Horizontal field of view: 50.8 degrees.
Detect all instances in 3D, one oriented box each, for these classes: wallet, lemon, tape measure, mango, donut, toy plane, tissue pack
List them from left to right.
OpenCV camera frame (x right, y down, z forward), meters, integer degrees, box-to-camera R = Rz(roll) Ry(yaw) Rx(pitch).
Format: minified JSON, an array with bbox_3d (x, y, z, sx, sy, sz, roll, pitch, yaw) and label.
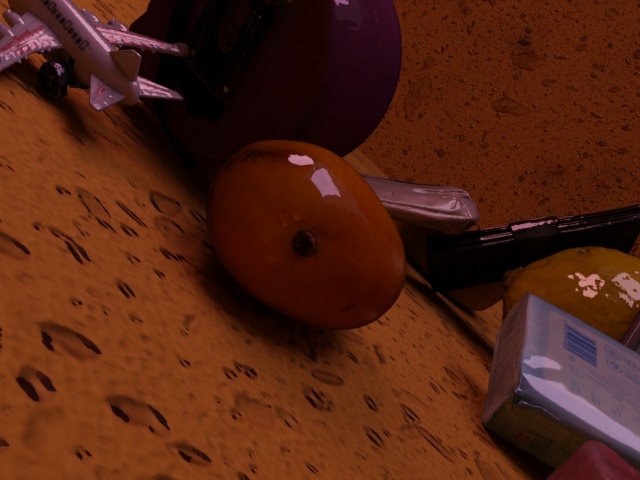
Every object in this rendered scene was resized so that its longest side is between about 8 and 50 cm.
[{"bbox_3d":[-0.186,-0.149,0.505,0.171,0.065,0.162,36,34,24],"label":"toy plane"},{"bbox_3d":[-0.058,-0.159,0.593,0.231,0.245,0.149,46,27,25],"label":"tape measure"},{"bbox_3d":[0.000,0.000,0.501,0.145,0.112,0.219,43,6,22],"label":"mango"},{"bbox_3d":[0.107,-0.076,1.047,0.275,0.068,0.335,15,10,3],"label":"wallet"},{"bbox_3d":[0.243,0.022,1.277,0.278,0.108,0.277,40,12,-10],"label":"donut"},{"bbox_3d":[0.324,0.018,1.044,0.169,0.317,0.044,64,18,-63],"label":"wallet"},{"bbox_3d":[0.398,0.148,0.962,0.322,0.268,0.268,25,12,-1],"label":"lemon"},{"bbox_3d":[0.303,0.184,0.696,0.263,0.089,0.177,31,37,2],"label":"tissue pack"}]

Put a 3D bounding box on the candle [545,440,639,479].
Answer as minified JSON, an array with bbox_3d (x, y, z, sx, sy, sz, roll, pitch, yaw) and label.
[{"bbox_3d":[0.230,0.254,0.309,0.287,0.131,0.317,38,13,-35],"label":"candle"}]

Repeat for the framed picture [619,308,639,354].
[{"bbox_3d":[0.411,0.210,0.808,0.192,0.265,0.018,42,-18,-5],"label":"framed picture"}]
